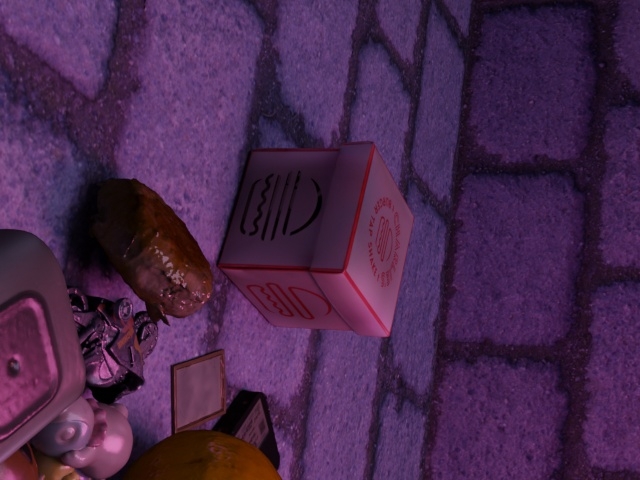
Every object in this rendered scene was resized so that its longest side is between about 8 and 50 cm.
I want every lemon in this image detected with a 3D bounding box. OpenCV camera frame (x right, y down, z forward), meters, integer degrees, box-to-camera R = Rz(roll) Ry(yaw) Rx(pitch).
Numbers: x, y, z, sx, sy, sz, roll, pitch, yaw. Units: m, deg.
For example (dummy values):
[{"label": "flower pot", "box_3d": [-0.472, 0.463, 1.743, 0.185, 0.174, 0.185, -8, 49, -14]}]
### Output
[{"label": "lemon", "box_3d": [-0.202, 0.487, 1.760, 0.348, 0.348, 0.348, 1, 90, -67]}]

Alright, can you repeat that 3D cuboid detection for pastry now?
[{"label": "pastry", "box_3d": [-0.282, 0.018, 1.724, 0.236, 0.121, 0.257, 49, 8, -43]}]

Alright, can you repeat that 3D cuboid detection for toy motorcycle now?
[{"label": "toy motorcycle", "box_3d": [-0.358, 0.173, 1.661, 0.307, 0.108, 0.173, 30, 69, -61]}]

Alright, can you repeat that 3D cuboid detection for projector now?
[{"label": "projector", "box_3d": [-0.462, 0.141, 1.233, 0.249, 0.249, 0.248, -43, 130, -59]}]

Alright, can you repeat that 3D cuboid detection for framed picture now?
[{"label": "framed picture", "box_3d": [-0.241, 0.299, 2.054, 0.201, 0.010, 0.136, -9, 99, -67]}]

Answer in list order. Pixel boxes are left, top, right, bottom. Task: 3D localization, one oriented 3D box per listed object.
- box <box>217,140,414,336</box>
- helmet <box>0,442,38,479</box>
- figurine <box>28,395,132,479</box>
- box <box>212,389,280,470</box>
[{"label": "box", "box_3d": [0.000, 0.000, 2.230, 0.312, 0.300, 0.314, 55, 43, -54]}, {"label": "helmet", "box_3d": [-0.460, 0.337, 1.402, 0.198, 0.130, 0.224, -46, 133, -53]}, {"label": "figurine", "box_3d": [-0.392, 0.295, 1.566, 0.155, 0.127, 0.235, -51, 149, -5]}, {"label": "box", "box_3d": [-0.187, 0.484, 2.130, 0.350, 0.058, 0.211, -50, 134, -55]}]
